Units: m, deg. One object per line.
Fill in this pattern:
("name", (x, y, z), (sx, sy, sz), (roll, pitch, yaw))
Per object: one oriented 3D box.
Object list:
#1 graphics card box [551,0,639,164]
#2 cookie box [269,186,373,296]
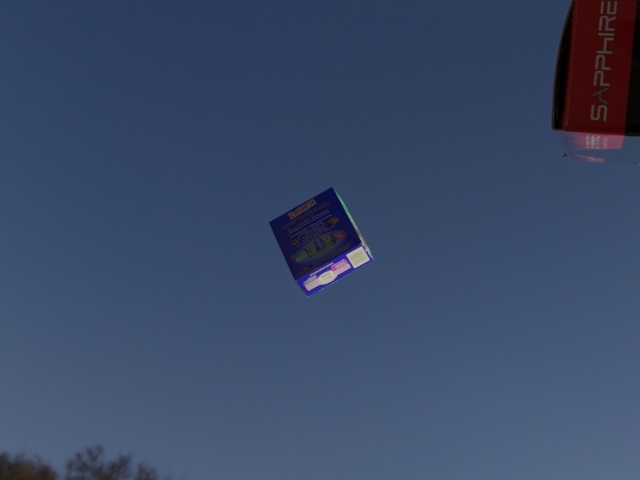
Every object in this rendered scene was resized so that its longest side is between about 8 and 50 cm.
("graphics card box", (0.347, -0.090, 0.664), (0.371, 0.094, 0.233), (6, 1, 16))
("cookie box", (0.000, 0.000, 1.209), (0.040, 0.092, 0.107), (57, 6, -46))
